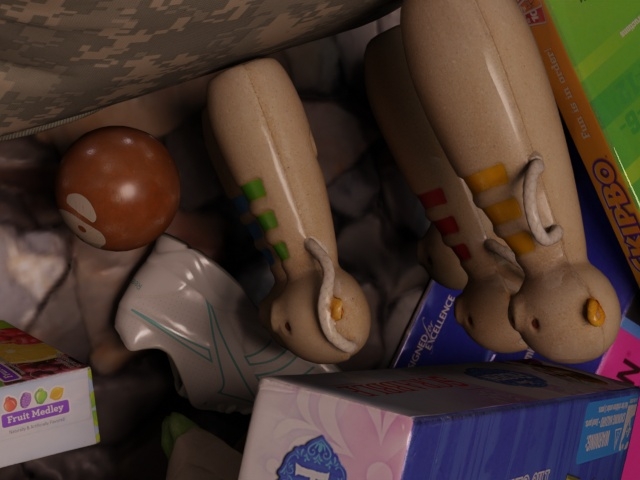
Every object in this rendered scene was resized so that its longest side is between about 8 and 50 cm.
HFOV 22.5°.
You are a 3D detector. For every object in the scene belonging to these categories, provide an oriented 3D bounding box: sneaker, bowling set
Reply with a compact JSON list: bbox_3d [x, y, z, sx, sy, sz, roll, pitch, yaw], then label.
[{"bbox_3d":[-0.038,0.061,0.786,0.152,0.053,0.061,39,82,-23],"label":"sneaker"},{"bbox_3d":[0.000,0.000,0.705,0.200,0.287,0.154,-20,90,0],"label":"bowling set"}]

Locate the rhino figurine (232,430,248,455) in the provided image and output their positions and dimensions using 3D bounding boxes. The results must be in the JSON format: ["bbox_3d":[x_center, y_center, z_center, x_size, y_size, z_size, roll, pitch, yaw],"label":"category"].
[{"bbox_3d":[-0.013,0.205,0.810,0.106,0.073,0.243,-17,106,-25],"label":"rhino figurine"}]

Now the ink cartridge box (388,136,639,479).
[{"bbox_3d":[0.217,0.084,0.945,0.371,0.069,0.176,31,81,-30],"label":"ink cartridge box"}]

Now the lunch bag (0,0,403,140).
[{"bbox_3d":[-0.062,-0.147,0.605,0.287,0.235,0.169,-24,89,-29],"label":"lunch bag"}]

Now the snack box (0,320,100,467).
[{"bbox_3d":[-0.176,0.071,0.665,0.141,0.100,0.037,-11,104,-31],"label":"snack box"}]

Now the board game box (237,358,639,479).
[{"bbox_3d":[0.038,0.213,0.693,0.318,0.066,0.318,5,98,-65],"label":"board game box"}]

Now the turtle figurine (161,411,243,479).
[{"bbox_3d":[-0.136,0.203,0.676,0.266,0.274,0.198,-42,94,-26],"label":"turtle figurine"}]

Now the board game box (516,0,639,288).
[{"bbox_3d":[0.189,-0.074,0.865,0.124,0.039,0.259,-24,87,-27],"label":"board game box"}]
